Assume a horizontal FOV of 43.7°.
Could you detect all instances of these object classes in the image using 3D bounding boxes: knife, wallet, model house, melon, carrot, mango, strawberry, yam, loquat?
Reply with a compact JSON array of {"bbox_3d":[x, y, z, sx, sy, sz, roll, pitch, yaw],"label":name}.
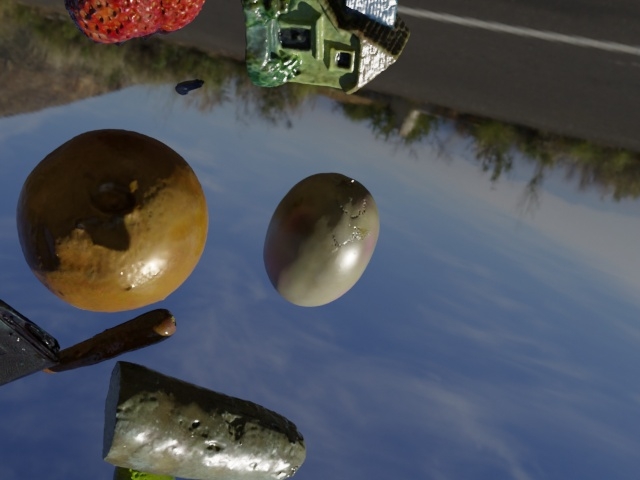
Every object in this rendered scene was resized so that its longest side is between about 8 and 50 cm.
[{"bbox_3d":[-0.295,-0.348,1.803,0.031,0.018,0.121,38,161,-31],"label":"knife"},{"bbox_3d":[-0.473,0.157,0.898,0.172,0.318,0.045,66,-177,-58],"label":"wallet"},{"bbox_3d":[0.019,-0.311,1.045,0.189,0.214,0.195,12,-144,12],"label":"model house"},{"bbox_3d":[0.000,0.000,1.641,0.223,0.317,0.223,16,-139,-15],"label":"melon"},{"bbox_3d":[-0.283,0.139,1.057,0.191,0.047,0.047,-22,-166,-3],"label":"carrot"},{"bbox_3d":[-0.327,0.454,1.464,0.119,0.178,0.100,8,171,-40],"label":"mango"},{"bbox_3d":[-0.327,-0.470,1.350,0.238,0.250,0.288,60,167,12],"label":"strawberry"},{"bbox_3d":[-0.155,0.259,1.081,0.330,0.133,0.133,23,-176,-36],"label":"yam"},{"bbox_3d":[-0.349,-0.032,1.359,0.328,0.328,0.328,16,-171,-3],"label":"loquat"}]
